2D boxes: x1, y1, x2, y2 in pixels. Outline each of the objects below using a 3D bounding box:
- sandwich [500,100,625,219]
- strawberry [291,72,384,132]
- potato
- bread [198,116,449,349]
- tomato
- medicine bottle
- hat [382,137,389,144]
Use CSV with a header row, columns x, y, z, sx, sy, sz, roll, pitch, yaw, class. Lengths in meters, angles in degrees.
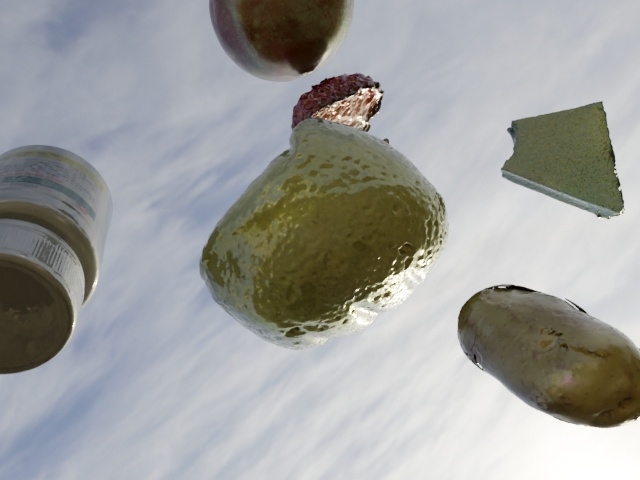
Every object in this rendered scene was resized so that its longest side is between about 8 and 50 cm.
x,y,z,sx,sy,sz,roll,pitch,yaw,class
0.467,-0.141,1.254,0.063,0.212,0.244,46,-140,-54,sandwich
0.006,-0.241,1.165,0.190,0.111,0.237,-53,-20,26,strawberry
0.175,0.083,0.491,0.107,0.170,0.079,0,-72,-19,potato
0.009,0.007,0.809,0.320,0.237,0.320,-44,-17,-18,bread
-0.065,-0.411,1.177,0.270,0.270,0.222,-15,-88,-29,tomato
-0.413,0.013,0.887,0.209,0.339,0.208,-5,-63,-10,medicine bottle
0.141,-0.097,1.461,0.226,0.164,0.219,-45,-71,-28,hat
